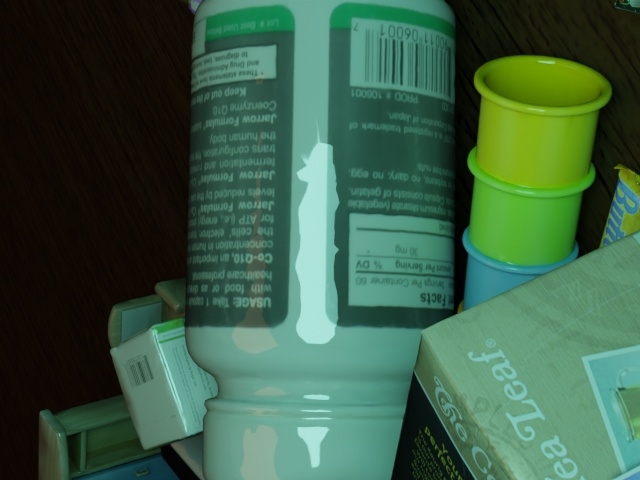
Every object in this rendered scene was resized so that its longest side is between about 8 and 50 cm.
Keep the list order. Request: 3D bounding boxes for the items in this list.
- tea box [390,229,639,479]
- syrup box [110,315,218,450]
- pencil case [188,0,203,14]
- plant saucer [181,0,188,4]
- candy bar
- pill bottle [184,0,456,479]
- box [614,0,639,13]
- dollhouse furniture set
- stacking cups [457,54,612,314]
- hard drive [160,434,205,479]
[{"bbox_3d":[0.209,0.208,0.831,0.329,0.220,0.323,59,164,25],"label":"tea box"},{"bbox_3d":[-0.044,0.095,1.250,0.093,0.236,0.096,-27,81,57],"label":"syrup box"},{"bbox_3d":[-0.069,-0.285,1.293,0.088,0.086,0.206,45,137,52],"label":"pencil case"},{"bbox_3d":[-0.140,-0.343,1.432,0.241,0.037,0.241,28,124,50],"label":"plant saucer"},{"bbox_3d":[0.205,0.019,1.038,0.040,0.018,0.162,44,136,41],"label":"candy bar"},{"bbox_3d":[0.000,0.000,1.109,0.204,0.204,0.361,-5,82,58],"label":"pill bottle"},{"bbox_3d":[0.240,-0.176,0.900,0.137,0.027,0.094,29,123,50],"label":"box"},{"bbox_3d":[-0.126,0.240,1.471,0.303,0.198,0.287,38,132,45],"label":"dollhouse furniture set"},{"bbox_3d":[0.149,0.027,1.080,0.096,0.096,0.316,38,136,46],"label":"stacking cups"},{"bbox_3d":[-0.055,0.245,1.323,0.255,0.054,0.172,45,163,14],"label":"hard drive"}]
